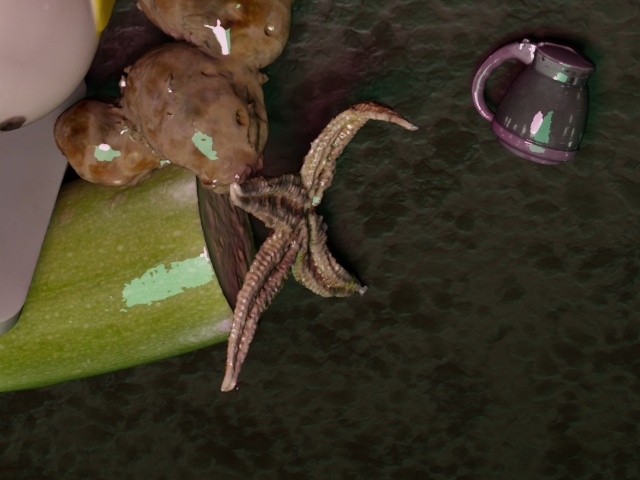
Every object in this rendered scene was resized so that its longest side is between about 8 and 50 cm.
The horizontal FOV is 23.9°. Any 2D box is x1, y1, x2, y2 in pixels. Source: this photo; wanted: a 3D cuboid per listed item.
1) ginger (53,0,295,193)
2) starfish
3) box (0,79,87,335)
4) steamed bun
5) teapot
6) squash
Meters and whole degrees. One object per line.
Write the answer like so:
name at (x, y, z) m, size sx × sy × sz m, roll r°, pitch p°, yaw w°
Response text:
ginger at (-0.144, -0.215, 1.783) m, size 0.256 × 0.176 × 0.375 m, roll 26°, pitch 88°, yaw 22°
starfish at (-0.009, -0.008, 1.874) m, size 0.132 × 0.384 × 0.398 m, roll 30°, pitch 127°, yaw 11°
box at (-0.492, -0.099, 1.805) m, size 0.367 × 0.373 × 0.090 m, roll 19°, pitch 152°, yaw -13°
steamed bun at (-0.417, -0.270, 1.660) m, size 0.374 × 0.334 × 0.334 m, roll 12°, pitch 132°, yaw -48°
teapot at (0.278, -0.185, 1.907) m, size 0.116 × 0.148 × 0.146 m, roll -3°, pitch 121°, yaw -43°
squash at (-0.290, 0.047, 1.959) m, size 0.384 × 0.263 × 0.263 m, roll -15°, pitch 124°, yaw 11°
